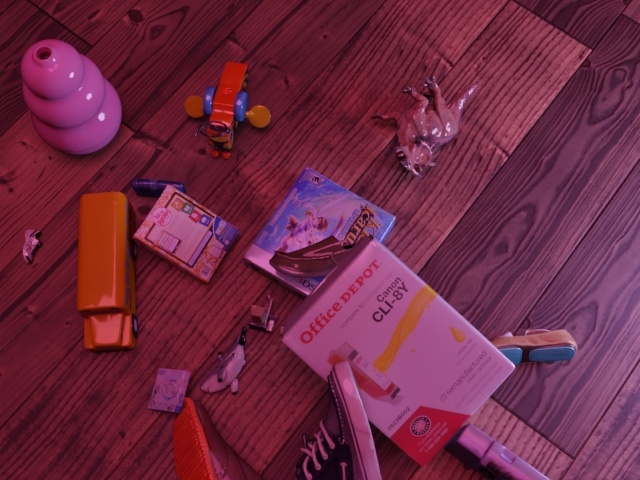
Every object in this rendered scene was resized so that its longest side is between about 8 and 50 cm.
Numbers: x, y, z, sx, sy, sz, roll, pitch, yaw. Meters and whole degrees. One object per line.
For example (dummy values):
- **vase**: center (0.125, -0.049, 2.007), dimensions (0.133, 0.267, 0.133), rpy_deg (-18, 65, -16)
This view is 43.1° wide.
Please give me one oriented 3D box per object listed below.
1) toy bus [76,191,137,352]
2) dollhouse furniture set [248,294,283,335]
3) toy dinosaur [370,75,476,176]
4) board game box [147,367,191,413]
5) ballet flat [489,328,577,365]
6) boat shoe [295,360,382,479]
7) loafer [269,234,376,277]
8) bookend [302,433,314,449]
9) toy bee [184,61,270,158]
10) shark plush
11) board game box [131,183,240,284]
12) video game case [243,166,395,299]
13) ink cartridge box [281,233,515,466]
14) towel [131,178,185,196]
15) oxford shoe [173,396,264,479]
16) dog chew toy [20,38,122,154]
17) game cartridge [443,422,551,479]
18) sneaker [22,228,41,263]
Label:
- **toy bus**: center (-0.468, 0.071, 1.780), dimensions (0.108, 0.130, 0.332), rpy_deg (-4, 70, -2)
- **dollhouse furniture set**: center (-0.106, 0.148, 1.766), dimensions (0.091, 0.114, 0.081), rpy_deg (13, 67, 7)
- **toy dinosaur**: center (0.259, -0.262, 1.915), dimensions (0.296, 0.127, 0.200), rpy_deg (-25, 80, -22)
- **board game box**: center (-0.322, 0.320, 1.725), dimensions (0.090, 0.020, 0.090), rpy_deg (-3, 65, 41)
- **ballet flat**: center (0.439, 0.233, 1.771), dimensions (0.232, 0.080, 0.073), rpy_deg (-2, 43, -4)
- **boat shoe**: center (0.021, 0.391, 1.520), dimensions (0.158, 0.127, 0.340), rpy_deg (-14, 112, -1)
- **loafer**: center (0.014, 0.029, 1.745), dimensions (0.251, 0.094, 0.087), rpy_deg (-1, 101, -12)
- **bookend**: center (0.051, 0.470, 1.673), dimensions (0.157, 0.072, 0.156), rpy_deg (-8, 70, -4)
- **toy bee**: center (-0.239, -0.285, 1.916), dimensions (0.195, 0.162, 0.298), rpy_deg (25, 47, 17)
- **shark plush**: center (-0.205, 0.257, 1.759), dimensions (0.067, 0.073, 0.161), rpy_deg (9, 73, 35)
- **board game box**: center (-0.301, -0.013, 1.824), dimensions (0.193, 0.045, 0.146), rpy_deg (34, 72, -10)
- **video game case**: center (0.000, 0.000, 1.846), dimensions (0.244, 0.061, 0.269), rpy_deg (30, 73, 9)
- **ink cartridge box**: center (0.147, 0.215, 1.637), dimensions (0.385, 0.160, 0.279), rpy_deg (42, 92, -2)
- **towel**: center (-0.374, -0.122, 1.883), dimensions (0.120, 0.067, 0.029), rpy_deg (5, 72, 2)
- **oxford shoe**: center (-0.200, 0.486, 1.661), dimensions (0.133, 0.130, 0.363), rpy_deg (-2, 56, -39)
- **dog chew toy**: center (-0.569, -0.330, 1.815), dimensions (0.207, 0.332, 0.206), rpy_deg (0, 70, 0)
- **game cartridge**: center (0.409, 0.491, 1.585), dimensions (0.355, 0.230, 0.068), rpy_deg (35, 81, 12)
- **sneaker**: center (-0.658, 0.012, 1.852), dimensions (0.037, 0.032, 0.083), rpy_deg (-3, 71, -1)
